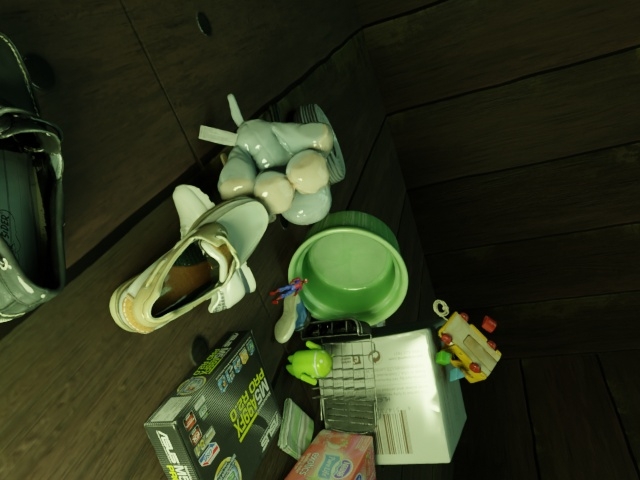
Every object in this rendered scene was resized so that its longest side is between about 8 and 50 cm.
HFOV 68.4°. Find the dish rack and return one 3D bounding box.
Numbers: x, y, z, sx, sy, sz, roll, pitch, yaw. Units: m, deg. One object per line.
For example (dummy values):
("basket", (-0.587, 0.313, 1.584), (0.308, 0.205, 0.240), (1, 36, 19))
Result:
("dish rack", (0.049, 0.332, 1.158), (0.074, 0.208, 0.272), (7, 73, -41))

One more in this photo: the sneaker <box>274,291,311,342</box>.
("sneaker", (-0.062, 0.204, 1.148), (0.085, 0.058, 0.152), (56, 24, -29))

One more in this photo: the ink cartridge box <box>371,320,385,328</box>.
("ink cartridge box", (0.189, 0.249, 1.754), (0.115, 0.067, 0.198), (15, 68, -67))

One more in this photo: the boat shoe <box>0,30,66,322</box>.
("boat shoe", (-0.335, -0.086, 0.512), (0.127, 0.112, 0.341), (20, 62, -65))

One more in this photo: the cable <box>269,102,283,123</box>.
("cable", (-0.108, -0.223, 1.234), (0.139, 0.072, 0.288), (0, 72, -84))

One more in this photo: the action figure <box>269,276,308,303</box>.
("action figure", (-0.071, 0.118, 1.149), (0.115, 0.030, 0.038), (-27, 102, -45))

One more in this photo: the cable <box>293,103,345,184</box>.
("cable", (-0.001, -0.296, 1.448), (0.257, 0.089, 0.257), (-95, 160, -44))

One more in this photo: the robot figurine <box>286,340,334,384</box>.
("robot figurine", (-0.023, 0.295, 1.127), (0.101, 0.115, 0.067), (-78, 150, -43))

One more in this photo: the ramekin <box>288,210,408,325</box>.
("ramekin", (0.075, 0.069, 1.246), (0.148, 0.303, 0.304), (-77, 149, -60))

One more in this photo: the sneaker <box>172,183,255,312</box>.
("sneaker", (-0.207, 0.013, 0.839), (0.094, 0.090, 0.235), (-31, 98, -23))

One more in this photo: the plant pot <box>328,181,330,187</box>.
("plant pot", (-0.026, -0.150, 1.366), (0.081, 0.083, 0.082), (50, 37, -52))

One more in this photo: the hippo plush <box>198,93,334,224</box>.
("hippo plush", (-0.100, -0.113, 0.984), (0.234, 0.294, 0.237), (-59, 156, -26))

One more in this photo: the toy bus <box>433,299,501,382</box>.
("toy bus", (0.366, 0.275, 1.239), (0.104, 0.190, 0.202), (126, -32, -57))

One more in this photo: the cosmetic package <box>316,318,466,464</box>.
("cosmetic package", (0.218, 0.424, 1.385), (0.393, 0.329, 0.328), (12, 67, -68))

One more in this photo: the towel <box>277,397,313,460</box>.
("towel", (-0.051, 0.453, 1.113), (0.152, 0.023, 0.113), (58, 31, -45))

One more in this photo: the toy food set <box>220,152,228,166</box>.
("toy food set", (-0.165, -0.155, 1.093), (0.192, 0.038, 0.133), (-30, 103, -57))

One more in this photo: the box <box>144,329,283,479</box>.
("box", (-0.168, 0.318, 0.827), (0.270, 0.060, 0.217), (-48, 125, -63))

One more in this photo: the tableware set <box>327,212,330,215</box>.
("tableware set", (0.000, 0.000, 1.430), (0.128, 0.039, 0.194), (69, 27, -56))

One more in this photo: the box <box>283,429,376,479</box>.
("box", (0.016, 0.565, 1.038), (0.300, 0.142, 0.154), (-18, 103, -67))

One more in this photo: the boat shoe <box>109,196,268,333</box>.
("boat shoe", (-0.173, 0.032, 0.731), (0.302, 0.103, 0.113), (-48, 118, -35))
